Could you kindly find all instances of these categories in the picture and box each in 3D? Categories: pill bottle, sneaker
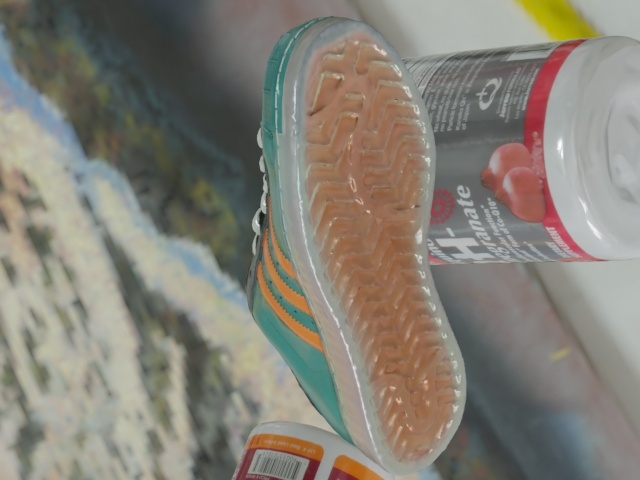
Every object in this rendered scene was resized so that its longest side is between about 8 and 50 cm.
[{"bbox_3d":[0.125,-0.068,1.572,0.318,0.176,0.176,-2,113,42],"label":"pill bottle"},{"bbox_3d":[0.000,0.000,1.127,0.121,0.108,0.302,25,137,43],"label":"sneaker"},{"bbox_3d":[-0.033,0.257,1.432,0.121,0.221,0.121,19,158,8],"label":"pill bottle"}]
